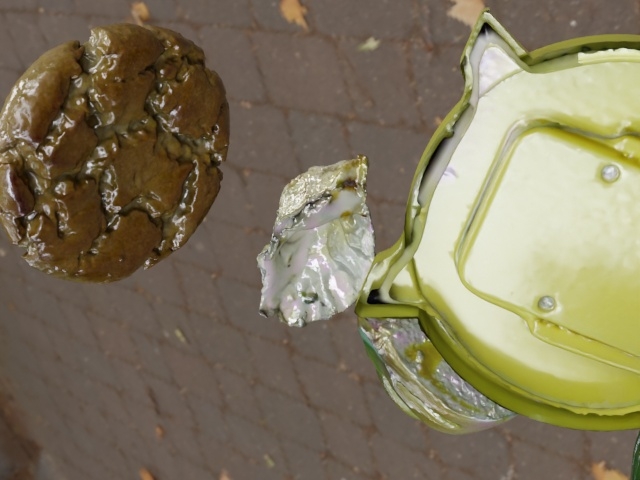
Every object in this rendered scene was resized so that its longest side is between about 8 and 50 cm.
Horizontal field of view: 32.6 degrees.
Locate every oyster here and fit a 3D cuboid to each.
[{"bbox_3d":[-0.008,0.004,1.130,0.209,0.132,0.072,83,177,-46],"label":"oyster"}]

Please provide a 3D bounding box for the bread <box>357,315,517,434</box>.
[{"bbox_3d":[0.135,0.149,1.315,0.260,0.158,0.156,-138,36,-60],"label":"bread"}]

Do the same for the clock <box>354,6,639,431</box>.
[{"bbox_3d":[0.193,-0.006,0.759,0.293,0.071,0.277,28,110,-2],"label":"clock"}]

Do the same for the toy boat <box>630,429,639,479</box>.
[{"bbox_3d":[0.435,0.249,1.368,0.104,0.052,0.210,-137,59,-64],"label":"toy boat"}]

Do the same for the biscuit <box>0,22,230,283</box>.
[{"bbox_3d":[-0.153,-0.063,0.847,0.042,0.226,0.226,31,143,37],"label":"biscuit"}]
